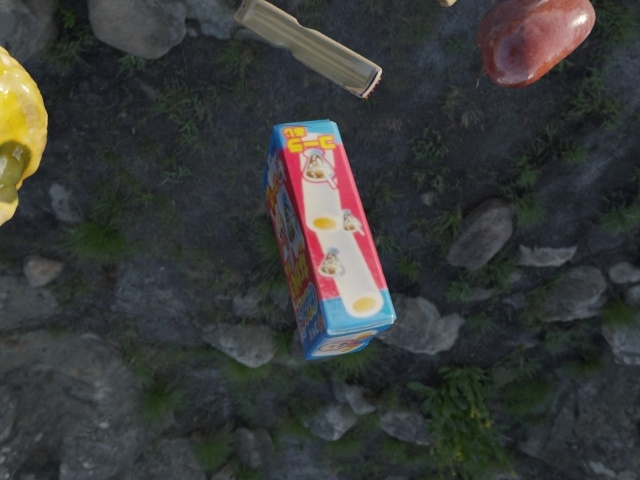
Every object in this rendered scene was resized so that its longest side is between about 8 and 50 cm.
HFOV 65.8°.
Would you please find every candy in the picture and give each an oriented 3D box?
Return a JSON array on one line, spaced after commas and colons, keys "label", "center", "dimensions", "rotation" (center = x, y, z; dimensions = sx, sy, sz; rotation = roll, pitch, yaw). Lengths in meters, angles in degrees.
[{"label": "candy", "center": [-0.001, 0.000, 0.699], "dimensions": [0.100, 0.305, 0.157], "rotation": [-9, 158, -18]}]

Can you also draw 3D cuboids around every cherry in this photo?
[{"label": "cherry", "center": [0.225, -0.227, 0.544], "dimensions": [0.126, 0.106, 0.087], "rotation": [-44, 130, 12]}]

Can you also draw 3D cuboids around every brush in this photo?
[{"label": "brush", "center": [-0.027, -0.345, 0.875], "dimensions": [0.321, 0.050, 0.060], "rotation": [38, 101, 20]}]

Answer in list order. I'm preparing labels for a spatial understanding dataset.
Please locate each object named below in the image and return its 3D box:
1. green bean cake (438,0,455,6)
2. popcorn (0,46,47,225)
[{"label": "green bean cake", "center": [0.238, -0.511, 0.847], "dimensions": [0.179, 0.085, 0.109], "rotation": [-52, 154, 14]}, {"label": "popcorn", "center": [-0.641, -0.155, 0.759], "dimensions": [0.354, 0.389, 0.344], "rotation": [-5, 152, 38]}]
